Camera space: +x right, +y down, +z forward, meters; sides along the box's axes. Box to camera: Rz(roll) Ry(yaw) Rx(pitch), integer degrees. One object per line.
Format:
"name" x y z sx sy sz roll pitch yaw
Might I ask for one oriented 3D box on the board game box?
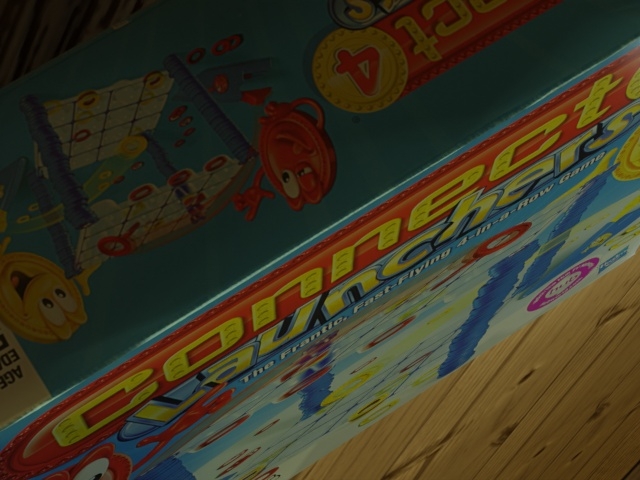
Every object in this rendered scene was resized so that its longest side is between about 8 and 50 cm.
"board game box" 0.000 0.000 0.582 0.308 0.086 0.302 -32 164 -11
